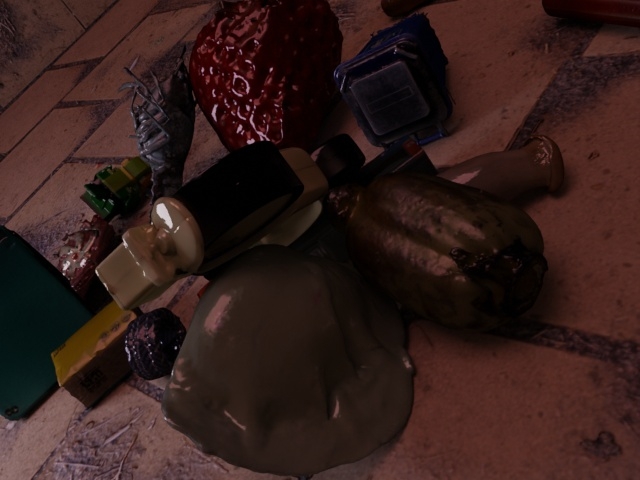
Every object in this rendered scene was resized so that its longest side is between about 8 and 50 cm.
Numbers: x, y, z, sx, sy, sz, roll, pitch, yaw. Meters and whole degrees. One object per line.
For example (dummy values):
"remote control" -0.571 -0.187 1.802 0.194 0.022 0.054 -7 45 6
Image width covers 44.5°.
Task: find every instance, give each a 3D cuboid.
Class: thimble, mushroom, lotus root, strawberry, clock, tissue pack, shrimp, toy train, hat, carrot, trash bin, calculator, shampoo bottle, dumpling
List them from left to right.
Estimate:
"calculator" -0.547 0.150 1.385 0.248 0.274 0.058 -47 11 -12
"hat" -0.482 0.041 1.571 0.237 0.107 0.286 -44 23 27
"tissue pack" -0.362 0.181 1.312 0.169 0.082 0.120 -42 32 -5
"shrimp" -0.332 -0.193 1.580 0.166 0.410 0.221 -1 -1 -3
"thimble" -0.256 0.161 1.223 0.066 0.095 0.104 -22 27 21
"clock" -0.101 -0.036 1.034 0.276 0.120 0.379 -38 -8 22
"strawberry" -0.089 -0.292 1.510 0.318 0.295 0.344 -19 71 18
"dumpling" -0.039 0.136 0.965 0.212 0.270 0.320 -21 40 62
"toy train" 0.000 0.000 1.185 0.409 0.086 0.089 -37 35 1
"trash bin" 0.141 -0.275 1.334 0.163 0.184 0.234 -20 25 25
"lotus root" 0.133 -0.001 0.963 0.309 0.173 0.173 29 70 40
"carrot" 0.240 -0.542 1.656 0.248 0.059 0.059 -20 37 20
"mushroom" 0.224 -0.073 1.063 0.213 0.088 0.097 -27 8 8
"shampoo bottle" 0.483 -0.379 1.198 0.118 0.076 0.314 -40 33 -9

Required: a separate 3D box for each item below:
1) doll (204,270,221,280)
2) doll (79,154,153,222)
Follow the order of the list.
"doll" -0.158 -0.017 1.380 0.096 0.070 0.195 -49 20 47
"doll" -0.441 -0.122 1.730 0.186 0.106 0.134 -41 -12 -33
